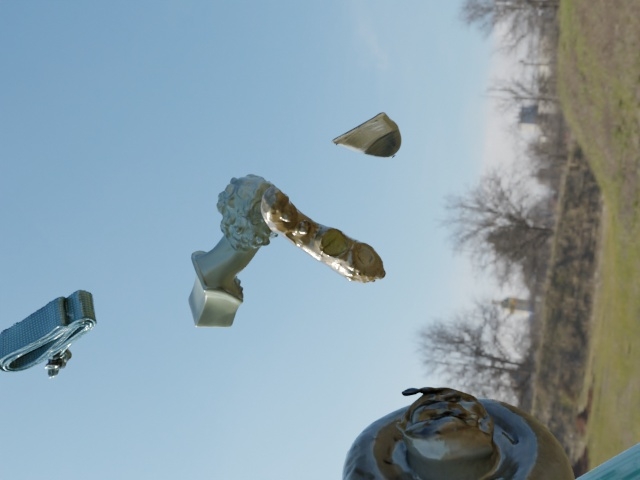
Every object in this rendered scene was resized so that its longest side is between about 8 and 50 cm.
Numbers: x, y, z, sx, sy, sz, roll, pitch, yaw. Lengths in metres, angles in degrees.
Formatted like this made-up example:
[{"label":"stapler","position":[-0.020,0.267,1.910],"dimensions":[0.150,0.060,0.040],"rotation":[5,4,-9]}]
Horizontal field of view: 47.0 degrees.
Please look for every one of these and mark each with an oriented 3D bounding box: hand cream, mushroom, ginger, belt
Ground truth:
[{"label":"hand cream","position":[0.055,-0.108,0.760],"dimensions":[0.037,0.057,0.165],"rotation":[63,-165,6]},{"label":"mushroom","position":[0.206,0.358,1.146],"dimensions":[0.362,0.362,0.295],"rotation":[-45,-50,-60]},{"label":"ginger","position":[-0.002,-0.001,0.831],"dimensions":[0.173,0.069,0.051],"rotation":[29,-98,-23]},{"label":"belt","position":[-0.351,0.126,0.980],"dimensions":[0.100,0.179,0.065],"rotation":[20,-132,-50]}]

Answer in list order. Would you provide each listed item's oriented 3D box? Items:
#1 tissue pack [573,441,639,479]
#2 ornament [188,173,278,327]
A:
[{"label":"tissue pack","position":[0.471,0.337,0.893],"dimensions":[0.287,0.388,0.162],"rotation":[49,-168,-42]},{"label":"ornament","position":[-0.153,0.023,1.262],"dimensions":[0.120,0.130,0.285],"rotation":[16,-76,-36]}]
